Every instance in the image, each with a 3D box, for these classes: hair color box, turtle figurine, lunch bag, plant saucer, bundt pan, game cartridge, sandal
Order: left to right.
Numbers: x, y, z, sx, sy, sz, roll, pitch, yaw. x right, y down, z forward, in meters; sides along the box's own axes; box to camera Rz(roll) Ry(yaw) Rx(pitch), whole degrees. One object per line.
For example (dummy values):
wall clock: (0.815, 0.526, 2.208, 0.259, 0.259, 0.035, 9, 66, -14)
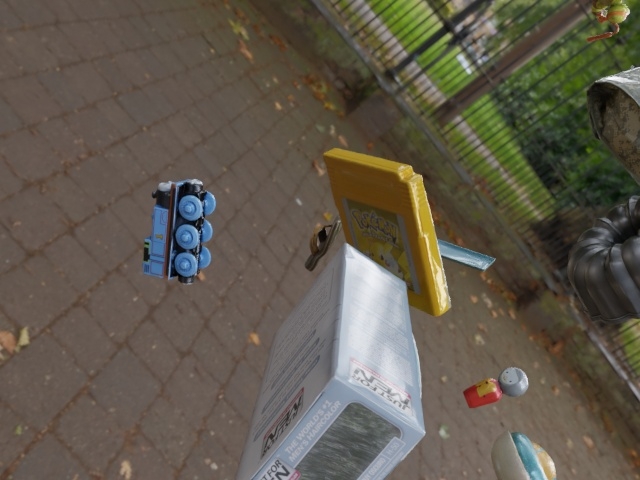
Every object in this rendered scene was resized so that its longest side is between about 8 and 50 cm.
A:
sandal: (0.000, 0.000, 1.871, 0.060, 0.219, 0.090, 34, 51, -2)
hair color box: (0.015, 0.161, 0.878, 0.113, 0.185, 0.374, 34, 18, -8)
game cartridge: (0.133, -0.022, 1.524, 0.285, 0.052, 0.324, 22, -43, 53)
plant saucer: (0.402, 0.045, 2.094, 0.067, 0.192, 0.018, -36, 133, -39)
turtle figurine: (0.578, -0.518, 1.444, 0.269, 0.087, 0.218, 131, -41, -84)
bundt pan: (0.635, 0.011, 1.453, 0.124, 0.330, 0.331, 50, 17, -8)
lunch bag: (0.806, -0.300, 1.797, 0.235, 0.169, 0.287, -21, 67, -34)

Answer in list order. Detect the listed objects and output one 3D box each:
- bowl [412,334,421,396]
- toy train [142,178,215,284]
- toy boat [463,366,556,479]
bowl: (0.100, 0.309, 1.610, 0.311, 0.163, 0.312, -8, 90, -67)
toy train: (-0.242, -0.017, 1.235, 0.105, 0.184, 0.080, 11, 15, 14)
toy boat: (0.447, 0.454, 1.641, 0.267, 0.148, 0.318, 36, 32, -74)
